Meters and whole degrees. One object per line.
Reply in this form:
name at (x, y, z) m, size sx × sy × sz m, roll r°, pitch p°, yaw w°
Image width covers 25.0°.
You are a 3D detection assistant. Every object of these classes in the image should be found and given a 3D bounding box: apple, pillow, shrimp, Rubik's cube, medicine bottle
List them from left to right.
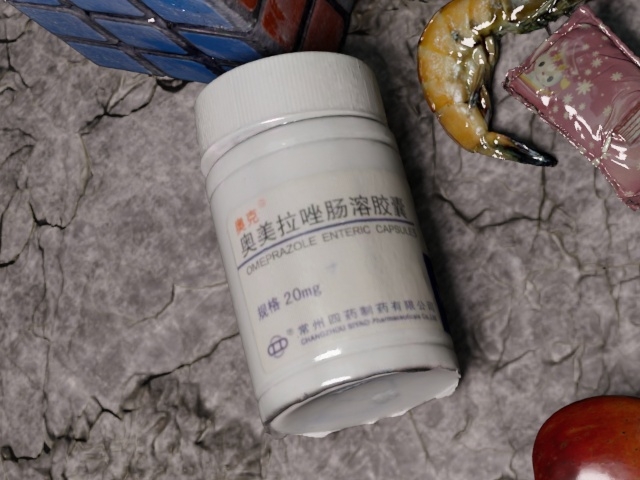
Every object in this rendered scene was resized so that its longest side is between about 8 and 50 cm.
Rubik's cube at (-0.138, -0.340, 1.445) m, size 0.301 × 0.305 × 0.304 m, roll 12°, pitch 79°, yaw 24°
medicine bottle at (0.000, 0.000, 1.357) m, size 0.190 × 0.190 × 0.332 m, roll -21°, pitch 69°, yaw 16°
shrimp at (0.226, -0.176, 1.399) m, size 0.262 × 0.051 × 0.198 m, roll -24°, pitch 76°, yaw 14°
pillow at (0.271, -0.123, 1.346) m, size 0.118 × 0.043 × 0.185 m, roll -44°, pitch 80°, yaw 3°
apple at (0.264, 0.209, 1.220) m, size 0.158 × 0.147 × 0.156 m, roll -13°, pitch 50°, yaw 18°
